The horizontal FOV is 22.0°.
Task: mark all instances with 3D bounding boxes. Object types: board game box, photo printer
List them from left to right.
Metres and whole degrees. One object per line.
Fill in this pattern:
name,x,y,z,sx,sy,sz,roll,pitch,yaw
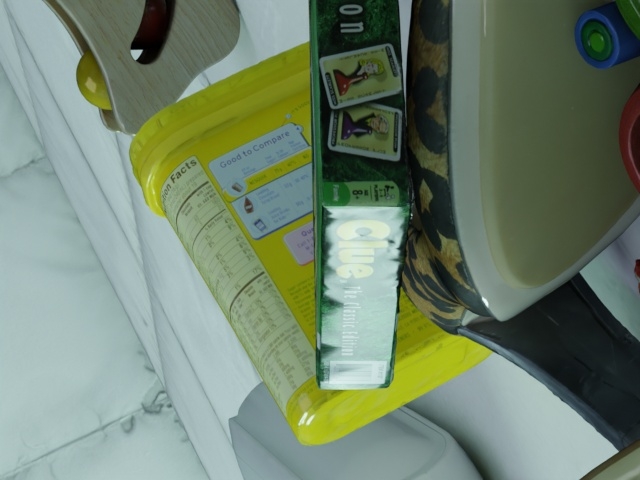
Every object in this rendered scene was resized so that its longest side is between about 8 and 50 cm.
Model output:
board game box,0.008,-0.095,0.544,0.136,0.030,0.259,96,173,-64
photo printer,0.055,0.223,1.047,0.256,0.107,0.307,67,167,-11

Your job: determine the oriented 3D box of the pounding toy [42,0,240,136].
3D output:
pounding toy,-0.152,-0.192,0.997,0.269,0.154,0.155,67,168,-12

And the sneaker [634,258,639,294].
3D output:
sneaker,0.136,0.034,0.423,0.175,0.064,0.067,-142,32,-66

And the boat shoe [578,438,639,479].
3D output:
boat shoe,0.113,0.151,0.554,0.285,0.105,0.089,106,148,-48

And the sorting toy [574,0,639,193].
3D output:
sorting toy,0.106,-0.055,0.453,0.061,0.042,0.102,29,133,44

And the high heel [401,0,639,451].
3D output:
high heel,0.045,-0.043,0.582,0.186,0.093,0.261,45,164,48

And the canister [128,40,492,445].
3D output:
canister,0.000,0.000,0.798,0.170,0.126,0.073,58,166,24
